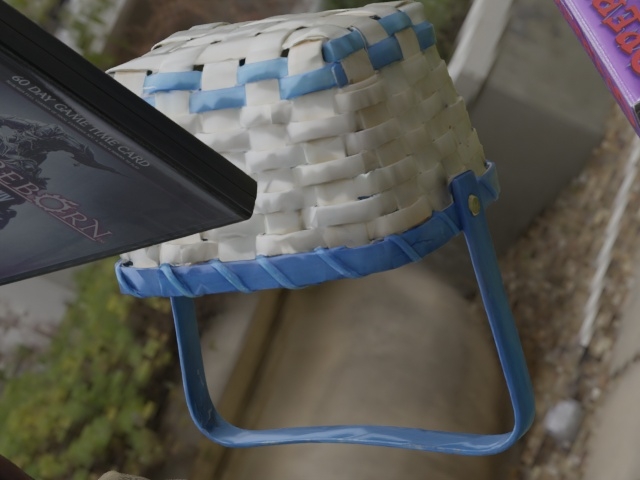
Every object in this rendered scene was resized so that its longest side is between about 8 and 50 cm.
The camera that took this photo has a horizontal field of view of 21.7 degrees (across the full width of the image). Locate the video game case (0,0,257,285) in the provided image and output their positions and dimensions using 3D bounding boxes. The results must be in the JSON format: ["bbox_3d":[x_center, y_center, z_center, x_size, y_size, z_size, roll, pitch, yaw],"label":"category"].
[{"bbox_3d":[-0.195,-0.034,0.799,0.274,0.196,0.026,-13,56,37],"label":"video game case"}]

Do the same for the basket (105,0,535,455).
[{"bbox_3d":[0.000,0.000,1.068,0.201,0.255,0.289,-27,-68,-57],"label":"basket"}]

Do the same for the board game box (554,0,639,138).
[{"bbox_3d":[0.183,-0.219,0.850,0.056,0.208,0.347,60,-174,-51],"label":"board game box"}]

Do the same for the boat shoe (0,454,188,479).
[{"bbox_3d":[-0.064,0.098,0.317,0.123,0.342,0.123,-26,-33,-51],"label":"boat shoe"}]
